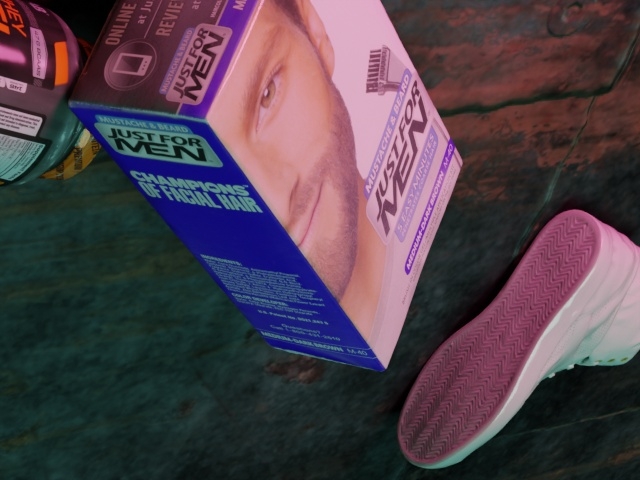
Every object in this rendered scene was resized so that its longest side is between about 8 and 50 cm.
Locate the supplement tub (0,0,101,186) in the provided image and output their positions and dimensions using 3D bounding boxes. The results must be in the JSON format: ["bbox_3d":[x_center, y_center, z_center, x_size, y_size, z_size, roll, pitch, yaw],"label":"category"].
[{"bbox_3d":[-0.223,-0.097,0.989,0.190,0.117,0.117,13,122,-47],"label":"supplement tub"}]

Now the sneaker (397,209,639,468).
[{"bbox_3d":[0.213,0.115,1.581,0.169,0.108,0.292,21,115,-45],"label":"sneaker"}]

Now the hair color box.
[{"bbox_3d":[-0.020,-0.070,1.121,0.339,0.110,0.185,53,52,-53],"label":"hair color box"}]
